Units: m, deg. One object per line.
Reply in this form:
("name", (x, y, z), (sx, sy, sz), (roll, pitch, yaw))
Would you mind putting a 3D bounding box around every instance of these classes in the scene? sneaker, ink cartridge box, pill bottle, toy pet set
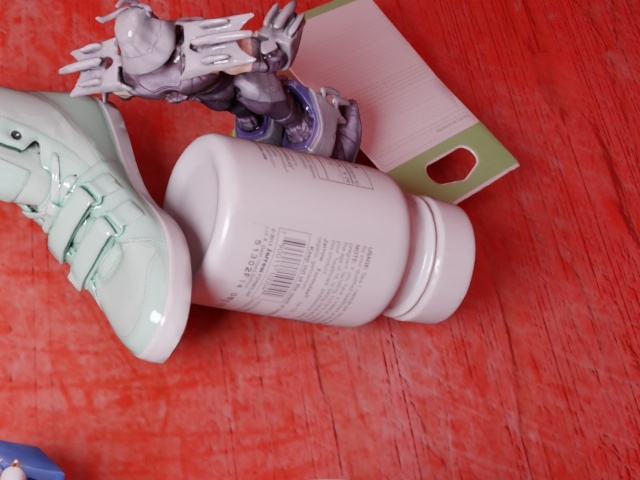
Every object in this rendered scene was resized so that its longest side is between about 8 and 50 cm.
("sneaker", (-0.193, -0.014, 1.001), (0.151, 0.094, 0.256), (7, 40, -38))
("ink cartridge box", (0.054, -0.118, 1.301), (0.235, 0.056, 0.171), (50, 43, 9))
("pill bottle", (0.000, 0.000, 1.098), (0.229, 0.131, 0.131), (11, 48, -28))
("toy pet set", (-0.172, 0.172, 0.845), (0.065, 0.122, 0.114), (-33, 32, -21))

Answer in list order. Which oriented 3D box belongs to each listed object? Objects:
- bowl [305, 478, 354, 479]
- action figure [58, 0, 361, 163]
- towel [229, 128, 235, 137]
("bowl", (0.009, 0.313, 0.800), (0.311, 0.163, 0.312), (19, 45, -20))
("action figure", (-0.078, -0.128, 1.083), (0.285, 0.185, 0.099), (27, 71, -59))
("towel", (-0.047, -0.059, 1.209), (0.083, 0.009, 0.060), (29, 43, -10))
